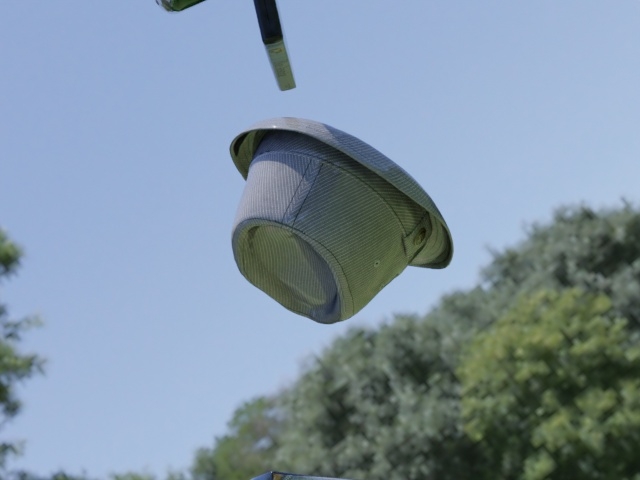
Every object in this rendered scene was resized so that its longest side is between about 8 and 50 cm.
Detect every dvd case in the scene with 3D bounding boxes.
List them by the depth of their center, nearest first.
[{"bbox_3d":[-0.057,-0.254,1.409,0.022,0.180,0.253,-12,-4,1],"label":"dvd case"}]

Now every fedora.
[{"bbox_3d":[0.000,0.000,1.418,0.124,0.244,0.275,-61,-12,-21],"label":"fedora"}]

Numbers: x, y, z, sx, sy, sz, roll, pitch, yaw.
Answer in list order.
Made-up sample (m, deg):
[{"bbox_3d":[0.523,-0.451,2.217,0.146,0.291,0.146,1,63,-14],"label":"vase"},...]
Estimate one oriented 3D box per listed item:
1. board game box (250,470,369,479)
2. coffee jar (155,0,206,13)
[{"bbox_3d":[0.032,0.285,0.972,0.165,0.243,0.042,9,-20,-23],"label":"board game box"},{"bbox_3d":[-0.044,-0.233,1.044,0.184,0.079,0.096,-27,14,-8],"label":"coffee jar"}]
